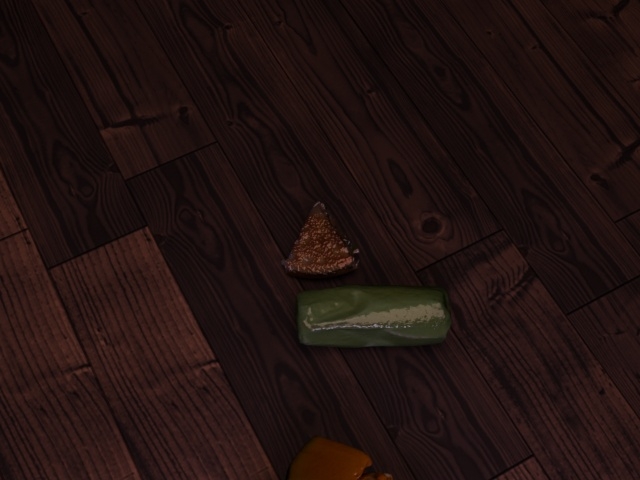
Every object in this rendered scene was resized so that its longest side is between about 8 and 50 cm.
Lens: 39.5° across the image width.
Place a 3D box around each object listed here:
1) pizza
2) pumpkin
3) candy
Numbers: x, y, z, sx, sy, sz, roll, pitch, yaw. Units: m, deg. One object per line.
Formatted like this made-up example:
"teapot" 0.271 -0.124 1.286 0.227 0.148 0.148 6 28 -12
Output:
"pizza" 0.000 0.000 2.080 0.185 0.052 0.195 -3 67 4
"pumpkin" 0.056 0.538 1.693 0.303 0.256 0.225 41 61 -8
"candy" 0.116 0.162 1.956 0.343 0.132 0.142 -2 78 -3
